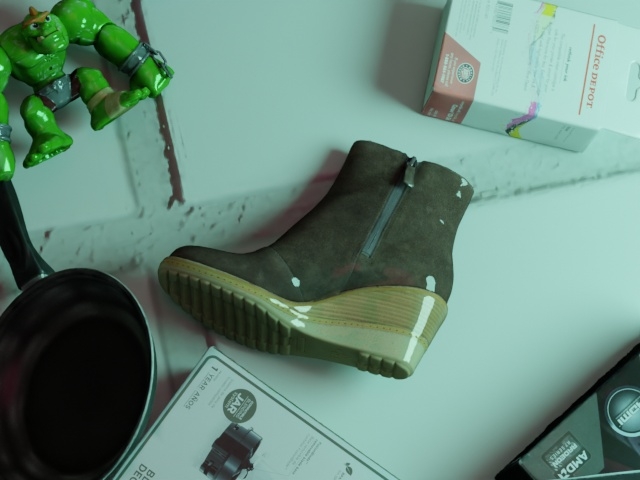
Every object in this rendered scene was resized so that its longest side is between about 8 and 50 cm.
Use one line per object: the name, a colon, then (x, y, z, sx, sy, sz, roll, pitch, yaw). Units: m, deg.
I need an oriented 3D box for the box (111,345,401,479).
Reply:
box: (-0.024, 0.242, 1.354, 0.290, 0.087, 0.169, 34, 71, 3)

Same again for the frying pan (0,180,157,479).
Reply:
frying pan: (-0.244, 0.086, 1.380, 0.197, 0.053, 0.326, -53, 52, 7)

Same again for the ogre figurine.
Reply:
ogre figurine: (-0.235, -0.140, 1.436, 0.197, 0.097, 0.118, -34, 90, -9)

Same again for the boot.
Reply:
boot: (0.000, 0.000, 1.449, 0.248, 0.090, 0.207, 19, 59, -1)

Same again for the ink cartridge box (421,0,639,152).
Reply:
ink cartridge box: (0.203, -0.154, 1.519, 0.198, 0.067, 0.115, 14, 72, -2)

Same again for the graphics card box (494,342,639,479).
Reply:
graphics card box: (0.357, 0.260, 1.402, 0.233, 0.094, 0.371, -38, 81, -16)

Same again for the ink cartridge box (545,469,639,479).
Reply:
ink cartridge box: (0.202, 0.276, 1.297, 0.371, 0.069, 0.176, -5, 74, -7)
